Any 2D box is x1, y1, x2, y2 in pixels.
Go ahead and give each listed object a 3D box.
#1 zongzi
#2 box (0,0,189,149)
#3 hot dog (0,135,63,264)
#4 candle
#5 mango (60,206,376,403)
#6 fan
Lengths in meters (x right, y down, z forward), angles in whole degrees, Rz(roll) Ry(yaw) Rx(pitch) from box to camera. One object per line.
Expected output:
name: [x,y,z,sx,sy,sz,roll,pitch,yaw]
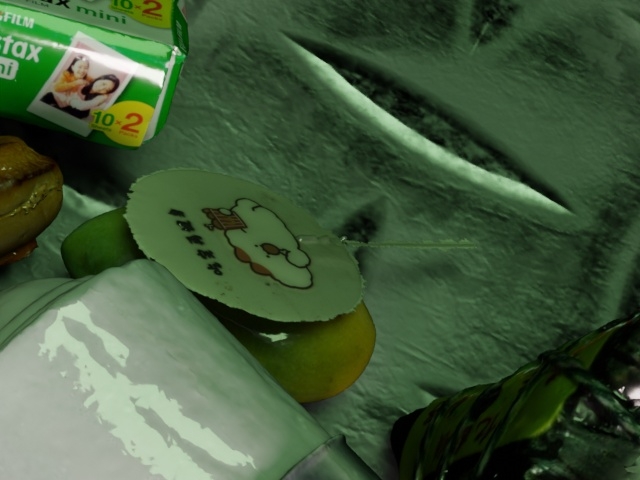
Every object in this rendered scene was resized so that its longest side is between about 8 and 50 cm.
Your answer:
zongzi: [0.154,0.209,1.081,0.319,0.383,0.362,38,55,11]
box: [-0.197,-0.184,1.304,0.180,0.103,0.250,12,34,-15]
hot dog: [-0.339,0.008,1.158,0.158,0.117,0.349,29,40,32]
candle: [-0.117,0.144,1.098,0.342,0.221,0.221,46,54,11]
mango: [-0.070,0.038,1.263,0.237,0.091,0.137,33,41,0]
fan: [0.000,-0.001,1.277,0.329,0.009,0.191,2,35,-37]
